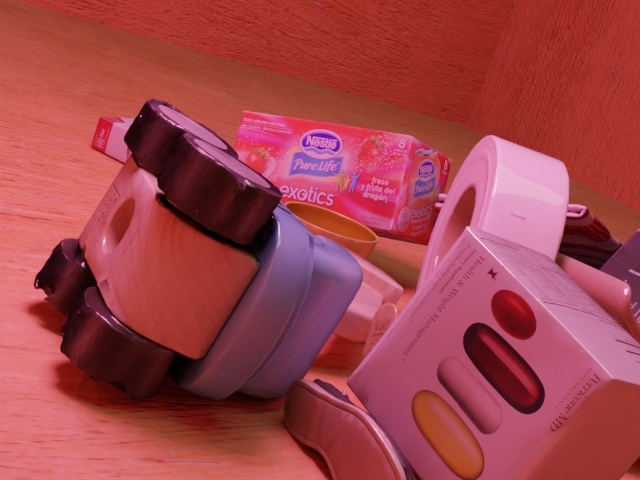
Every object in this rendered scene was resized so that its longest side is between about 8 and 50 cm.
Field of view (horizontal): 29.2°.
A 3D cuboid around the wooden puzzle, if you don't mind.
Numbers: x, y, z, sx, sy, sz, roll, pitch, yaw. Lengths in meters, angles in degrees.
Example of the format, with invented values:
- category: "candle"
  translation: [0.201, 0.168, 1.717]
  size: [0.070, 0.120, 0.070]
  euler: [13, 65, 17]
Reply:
- category: "wooden puzzle"
  translation: [0.346, 0.138, 1.468]
  size: [0.239, 0.044, 0.221]
  euler: [63, -9, -18]

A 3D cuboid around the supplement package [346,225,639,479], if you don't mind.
- category: "supplement package"
  translation: [0.172, 0.133, 1.098]
  size: [0.149, 0.194, 0.203]
  euler: [16, 25, -47]

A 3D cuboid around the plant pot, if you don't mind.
- category: "plant pot"
  translation: [-0.002, 0.017, 1.643]
  size: [0.134, 0.095, 0.134]
  euler: [20, 13, -5]

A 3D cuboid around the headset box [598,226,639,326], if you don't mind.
- category: "headset box"
  translation: [0.504, 0.110, 1.688]
  size: [0.283, 0.246, 0.131]
  euler: [29, -29, 35]

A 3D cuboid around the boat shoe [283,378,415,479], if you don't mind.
- category: "boat shoe"
  translation: [0.038, 0.178, 1.090]
  size: [0.065, 0.075, 0.206]
  euler: [9, 12, -30]

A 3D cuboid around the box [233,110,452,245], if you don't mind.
- category: "box"
  translation: [0.025, -0.093, 1.848]
  size: [0.300, 0.142, 0.154]
  euler: [12, -4, 31]

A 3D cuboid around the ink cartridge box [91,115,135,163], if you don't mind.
- category: "ink cartridge box"
  translation: [-0.284, -0.150, 1.977]
  size: [0.135, 0.056, 0.099]
  euler: [26, 14, 25]

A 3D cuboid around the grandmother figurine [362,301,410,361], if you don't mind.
- category: "grandmother figurine"
  translation: [0.213, 0.158, 1.350]
  size: [0.342, 0.104, 0.208]
  euler: [23, -13, -26]

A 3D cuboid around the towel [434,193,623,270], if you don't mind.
- category: "towel"
  translation: [0.335, 0.001, 1.855]
  size: [0.237, 0.037, 0.329]
  euler: [5, -14, 29]

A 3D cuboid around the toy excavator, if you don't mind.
- category: "toy excavator"
  translation: [-0.051, 0.051, 1.284]
  size: [0.445, 0.222, 0.433]
  euler: [30, 7, -26]

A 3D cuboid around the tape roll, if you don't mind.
- category: "tape roll"
  translation: [0.215, 0.012, 1.582]
  size: [0.100, 0.286, 0.286]
  euler: [20, 13, -6]
